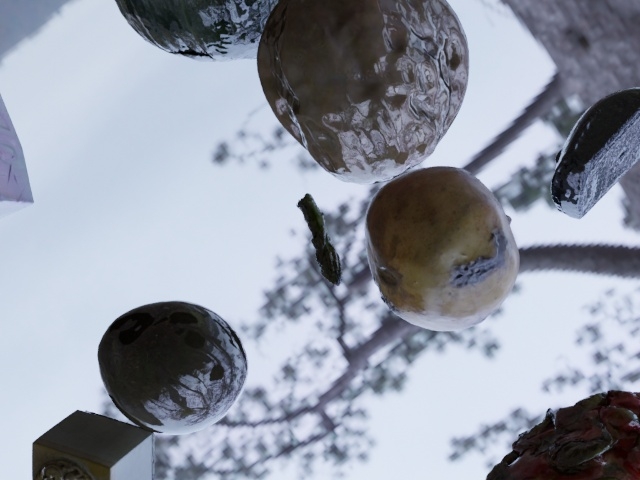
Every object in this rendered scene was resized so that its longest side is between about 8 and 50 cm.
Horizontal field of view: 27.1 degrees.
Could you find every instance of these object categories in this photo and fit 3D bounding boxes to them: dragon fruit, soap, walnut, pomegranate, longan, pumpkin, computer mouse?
[{"bbox_3d":[0.356,0.312,1.595,0.291,0.269,0.250,-37,-163,-9],"label":"dragon fruit"},{"bbox_3d":[-0.554,-0.185,2.037,0.109,0.323,0.193,-25,175,8],"label":"soap"},{"bbox_3d":[0.052,-0.198,1.555,0.227,0.273,0.273,-28,-166,-14],"label":"walnut"},{"bbox_3d":[0.228,0.015,2.498,0.322,0.322,0.322,-32,-163,11],"label":"pomegranate"},{"bbox_3d":[-0.197,0.171,1.782,0.212,0.198,0.198,-8,-151,35],"label":"longan"},{"bbox_3d":[-0.144,-0.393,1.886,0.328,0.257,0.291,29,-126,36],"label":"pumpkin"},{"bbox_3d":[0.491,-0.172,2.324,0.100,0.170,0.269,33,-118,29],"label":"computer mouse"}]

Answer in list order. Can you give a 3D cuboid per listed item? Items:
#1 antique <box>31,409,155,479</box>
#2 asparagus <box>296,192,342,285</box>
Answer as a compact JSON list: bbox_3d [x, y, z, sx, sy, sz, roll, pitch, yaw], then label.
[{"bbox_3d":[-0.345,0.361,1.993,0.147,0.151,0.148,12,-158,21],"label":"antique"},{"bbox_3d":[0.000,0.000,1.929,0.036,0.030,0.165,-34,-127,21],"label":"asparagus"}]
